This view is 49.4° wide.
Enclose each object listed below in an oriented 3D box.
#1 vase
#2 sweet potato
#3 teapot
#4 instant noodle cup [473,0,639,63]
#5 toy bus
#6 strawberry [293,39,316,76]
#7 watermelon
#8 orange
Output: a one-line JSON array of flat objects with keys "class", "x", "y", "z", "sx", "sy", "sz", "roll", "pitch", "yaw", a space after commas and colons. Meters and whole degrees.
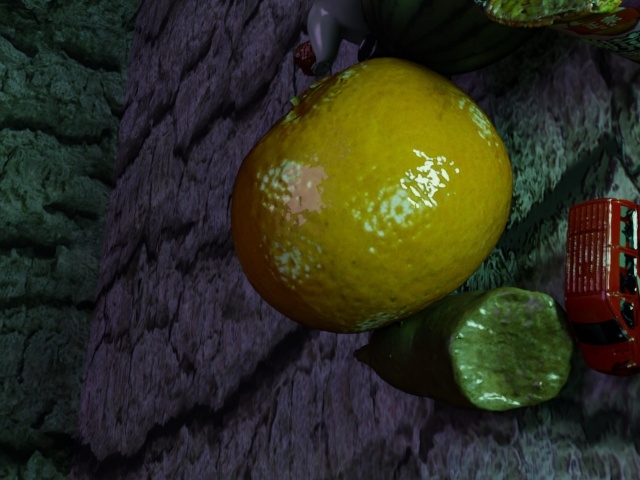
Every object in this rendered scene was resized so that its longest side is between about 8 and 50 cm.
[{"class": "vase", "x": 0.143, "y": -0.298, "z": 1.187, "sx": 0.059, "sy": 0.166, "sz": 0.059, "roll": -33, "pitch": 48, "yaw": 47}, {"class": "sweet potato", "x": 0.175, "y": 0.147, "z": 0.954, "sx": 0.369, "sy": 0.157, "sz": 0.158, "roll": -13, "pitch": 64, "yaw": 63}, {"class": "teapot", "x": 0.121, "y": -0.460, "z": 1.240, "sx": 0.424, "sy": 0.252, "sz": 0.280, "roll": -41, "pitch": 59, "yaw": 0}, {"class": "instant noodle cup", "x": 0.362, "y": -0.340, "z": 0.760, "sx": 0.339, "sy": 0.265, "sz": 0.340, "roll": -31, "pitch": 51, "yaw": 46}, {"class": "toy bus", "x": 0.330, "y": 0.053, "z": 0.793, "sx": 0.081, "sy": 0.089, "sz": 0.195, "roll": -14, "pitch": 64, "yaw": 55}, {"class": "strawberry", "x": -0.017, "y": -0.423, "z": 1.593, "sx": 0.096, "sy": 0.083, "sz": 0.083, "roll": -14, "pitch": 64, "yaw": 49}, {"class": "watermelon", "x": 0.221, "y": -0.405, "z": 0.998, "sx": 0.359, "sy": 0.279, "sz": 0.279, "roll": -42, "pitch": 35, "yaw": 1}, {"class": "orange", "x": 0.058, "y": -0.070, "z": 0.987, "sx": 0.423, "sy": 0.326, "sz": 0.424, "roll": -31, "pitch": 15, "yaw": 9}]
